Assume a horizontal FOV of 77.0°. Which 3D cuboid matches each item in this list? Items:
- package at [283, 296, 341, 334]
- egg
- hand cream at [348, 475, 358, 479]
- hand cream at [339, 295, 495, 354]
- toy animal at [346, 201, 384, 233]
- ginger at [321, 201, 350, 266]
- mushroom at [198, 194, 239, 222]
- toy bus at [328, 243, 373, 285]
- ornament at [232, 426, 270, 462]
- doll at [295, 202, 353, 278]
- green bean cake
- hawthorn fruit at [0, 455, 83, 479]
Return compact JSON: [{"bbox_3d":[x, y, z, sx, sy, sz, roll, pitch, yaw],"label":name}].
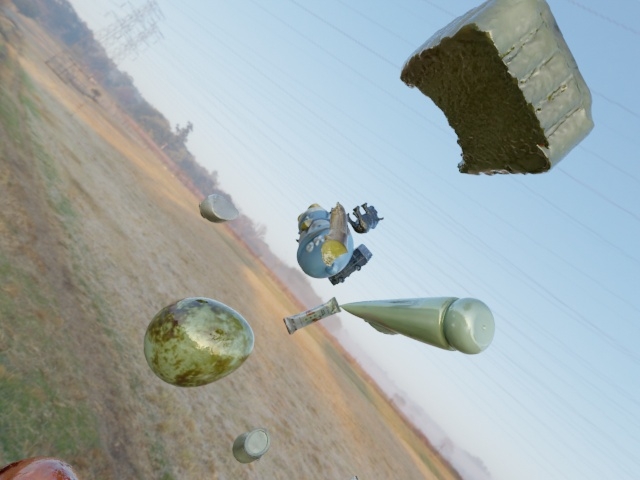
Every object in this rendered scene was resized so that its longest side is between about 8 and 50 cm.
[{"bbox_3d":[-0.015,0.142,0.766,0.015,0.110,0.037,-141,-150,-72],"label":"package"},{"bbox_3d":[-0.325,0.271,1.091,0.238,0.289,0.238,177,-90,-86],"label":"egg"},{"bbox_3d":[0.067,0.698,1.136,0.030,0.093,0.019,63,-2,12],"label":"hand cream"},{"bbox_3d":[0.172,0.145,0.762,0.147,0.093,0.306,19,-13,-32],"label":"hand cream"},{"bbox_3d":[0.108,-0.053,0.946,0.065,0.047,0.135,53,28,4],"label":"toy animal"},{"bbox_3d":[0.035,-0.012,0.792,0.057,0.137,0.044,19,-39,-7],"label":"ginger"},{"bbox_3d":[-0.367,-0.102,1.377,0.116,0.093,0.225,24,-14,-36],"label":"mushroom"},{"bbox_3d":[0.084,0.075,1.214,0.065,0.047,0.166,51,-53,2],"label":"toy bus"},{"bbox_3d":[-0.177,0.523,1.018,0.081,0.075,0.156,45,-41,9],"label":"ornament"},{"bbox_3d":[0.000,0.000,1.183,0.141,0.177,0.314,41,14,-34],"label":"doll"},{"bbox_3d":[0.256,-0.220,0.603,0.236,0.124,0.233,52,-7,-16],"label":"green bean cake"},{"bbox_3d":[-0.598,0.600,0.817,0.276,0.276,0.307,42,-29,27],"label":"hawthorn fruit"}]
